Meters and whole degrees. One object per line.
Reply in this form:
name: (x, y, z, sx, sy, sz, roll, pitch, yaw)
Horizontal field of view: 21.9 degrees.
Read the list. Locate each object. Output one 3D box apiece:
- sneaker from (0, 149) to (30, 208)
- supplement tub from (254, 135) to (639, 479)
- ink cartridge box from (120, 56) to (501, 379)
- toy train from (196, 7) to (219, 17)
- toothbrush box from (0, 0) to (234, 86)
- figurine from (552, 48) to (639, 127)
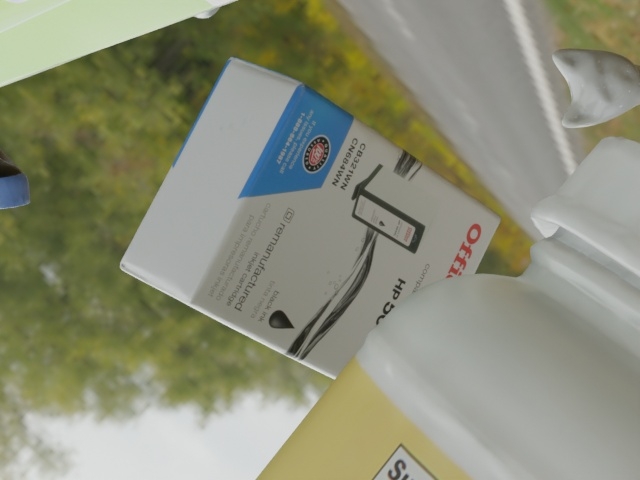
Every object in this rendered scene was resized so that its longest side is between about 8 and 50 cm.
sneaker: (-0.338, -0.089, 1.438, 0.232, 0.090, 0.081, 18, -158, 37)
supplement tub: (0.059, 0.161, 0.481, 0.241, 0.331, 0.241, 38, -179, -1)
ink cartridge box: (0.000, 0.000, 1.032, 0.203, 0.148, 0.086, 29, 176, -41)
toy train: (-0.218, -0.254, 1.243, 0.334, 0.142, 0.190, 14, 165, 1)
toothbrush box: (-0.129, -0.167, 0.559, 0.206, 0.122, 0.283, 37, 156, -27)
figurine: (0.297, -0.192, 1.448, 0.210, 0.214, 0.092, 1, 168, -15)
